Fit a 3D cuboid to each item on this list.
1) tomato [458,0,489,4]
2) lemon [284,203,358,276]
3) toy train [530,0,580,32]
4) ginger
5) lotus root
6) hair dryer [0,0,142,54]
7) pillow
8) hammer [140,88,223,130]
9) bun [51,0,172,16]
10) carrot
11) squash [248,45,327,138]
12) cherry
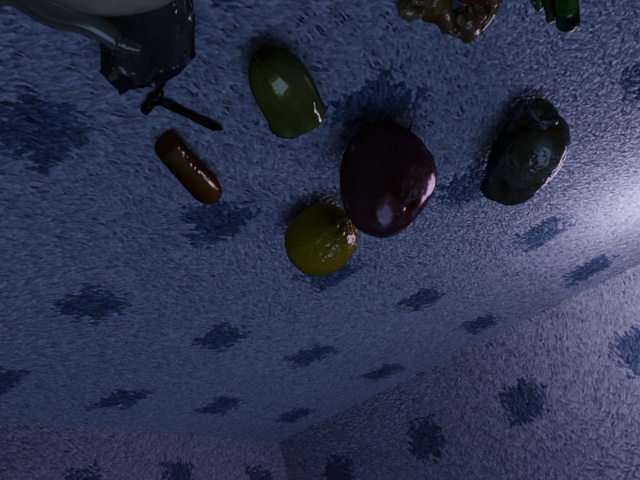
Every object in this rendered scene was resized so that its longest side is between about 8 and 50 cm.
[{"bbox_3d":[0.291,-0.456,1.130,0.155,0.069,0.156,-48,164,-18],"label":"tomato"},{"bbox_3d":[0.003,-0.001,1.697,0.193,0.181,0.180,-14,154,29],"label":"lemon"},{"bbox_3d":[0.417,-0.471,1.191,0.085,0.119,0.251,-24,148,10],"label":"toy train"},{"bbox_3d":[0.250,-0.419,1.254,0.193,0.053,0.176,-25,144,11],"label":"ginger"},{"bbox_3d":[0.492,-0.189,1.646,0.174,0.175,0.350,-10,152,-13],"label":"lotus root"},{"bbox_3d":[-0.393,-0.389,0.897,0.298,0.119,0.296,1,133,-10],"label":"hair dryer"},{"bbox_3d":[-0.277,-0.354,1.050,0.161,0.093,0.335,-7,149,-11],"label":"pillow"},{"bbox_3d":[-0.263,-0.244,1.317,0.065,0.021,0.178,-35,148,29],"label":"hammer"},{"bbox_3d":[-0.259,-0.451,0.772,0.361,0.213,0.361,-27,137,-28],"label":"bun"},{"bbox_3d":[-0.273,-0.143,1.433,0.067,0.067,0.225,-22,148,8],"label":"carrot"},{"bbox_3d":[-0.073,-0.284,1.253,0.123,0.123,0.187,-22,145,9],"label":"squash"},{"bbox_3d":[0.147,-0.142,1.497,0.212,0.286,0.236,3,156,48],"label":"cherry"}]
